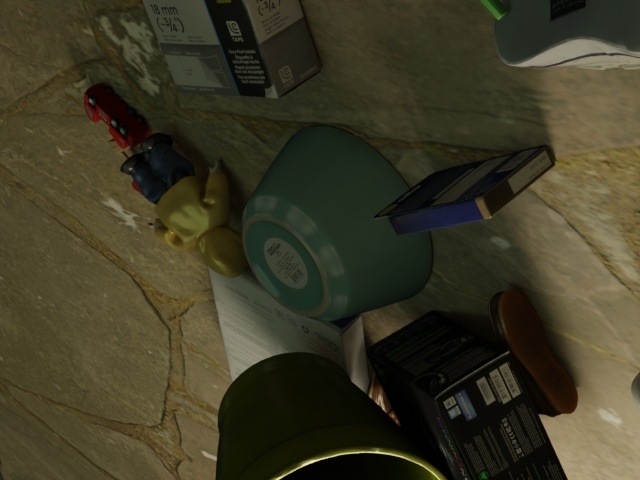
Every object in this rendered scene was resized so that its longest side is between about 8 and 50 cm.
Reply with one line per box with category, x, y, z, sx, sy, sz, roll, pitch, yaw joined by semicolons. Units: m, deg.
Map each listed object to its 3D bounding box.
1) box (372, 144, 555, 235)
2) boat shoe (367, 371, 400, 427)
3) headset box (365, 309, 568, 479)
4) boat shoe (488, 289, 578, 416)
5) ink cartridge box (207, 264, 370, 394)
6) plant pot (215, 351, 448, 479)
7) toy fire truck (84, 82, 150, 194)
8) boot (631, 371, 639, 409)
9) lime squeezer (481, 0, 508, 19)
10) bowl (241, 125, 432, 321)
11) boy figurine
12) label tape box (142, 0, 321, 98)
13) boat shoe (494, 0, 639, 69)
box;0.181;-0.061;1.596;0.225;0.136;0.036;-9;113;55
boat shoe;0.112;0.291;2.094;0.060;0.064;0.178;3;131;13
headset box;0.207;0.257;1.802;0.246;0.131;0.283;64;168;-18
boat shoe;0.285;0.163;1.735;0.073;0.073;0.207;-11;111;52
ink cartridge box;-0.050;0.196;2.194;0.324;0.071;0.330;27;142;33
plant pot;-0.012;0.361;1.906;0.353;0.367;0.366;-117;11;-58
toy fire truck;-0.359;-0.183;2.243;0.192;0.047;0.135;42;147;17
boot;0.486;0.283;1.572;0.258;0.095;0.123;41;139;17
lime squeezer;0.086;-0.343;1.405;0.310;0.059;0.109;32;135;39
bowl;0.000;0.000;1.859;0.312;0.163;0.311;31;141;29
boy figurine;-0.215;-0.058;2.110;0.285;0.092;0.177;47;109;14
label tape box;-0.157;-0.376;1.755;0.241;0.106;0.333;10;128;46
boat shoe;0.336;-0.228;1.244;0.367;0.157;0.135;174;98;-66
